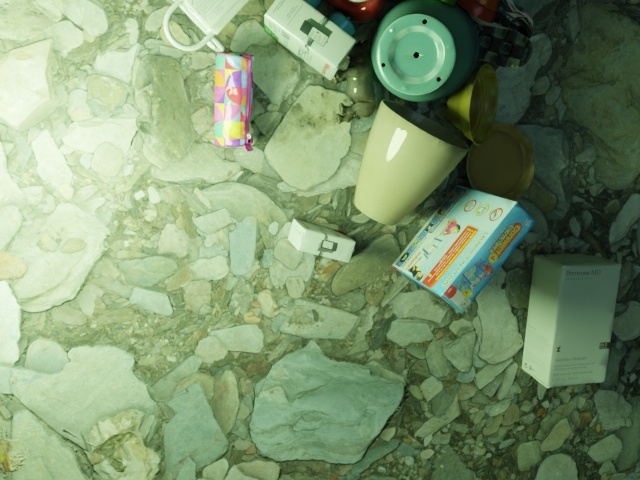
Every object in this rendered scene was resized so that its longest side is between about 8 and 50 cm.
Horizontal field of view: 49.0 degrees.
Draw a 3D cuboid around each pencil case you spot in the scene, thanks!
[{"bbox_3d":[-0.206,-0.339,1.711,0.105,0.104,0.236,-4,105,-18],"label":"pencil case"}]

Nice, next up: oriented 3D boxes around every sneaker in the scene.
[{"bbox_3d":[0.509,-0.597,1.894,0.178,0.072,0.077,16,55,-21],"label":"sneaker"},{"bbox_3d":[0.394,-0.546,1.870,0.331,0.146,0.122,24,111,1],"label":"sneaker"}]

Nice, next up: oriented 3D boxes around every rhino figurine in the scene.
[{"bbox_3d":[0.087,-0.426,1.806,0.107,0.073,0.243,-9,104,-13],"label":"rhino figurine"}]

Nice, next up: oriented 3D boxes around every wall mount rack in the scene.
[{"bbox_3d":[-0.269,-0.617,1.614,0.350,0.130,0.304,-47,116,-3],"label":"wall mount rack"}]

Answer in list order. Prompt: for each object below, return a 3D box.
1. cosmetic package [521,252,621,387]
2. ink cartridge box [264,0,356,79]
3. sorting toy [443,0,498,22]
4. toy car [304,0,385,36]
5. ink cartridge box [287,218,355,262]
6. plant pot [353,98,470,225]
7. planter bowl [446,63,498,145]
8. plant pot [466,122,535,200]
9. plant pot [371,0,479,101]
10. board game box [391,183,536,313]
[{"bbox_3d":[0.765,0.238,2.156,0.218,0.156,0.384,-3,105,-17],"label":"cosmetic package"},{"bbox_3d":[-0.027,-0.489,1.679,0.208,0.153,0.086,36,89,-6],"label":"ink cartridge box"},{"bbox_3d":[0.316,-0.634,1.658,0.366,0.127,0.126,8,130,-38],"label":"sorting toy"},{"bbox_3d":[0.070,-0.624,1.642,0.210,0.238,0.219,42,90,-3],"label":"toy car"},{"bbox_3d":[0.000,0.000,1.858,0.151,0.109,0.063,14,101,-21],"label":"ink cartridge box"},{"bbox_3d":[0.207,-0.185,1.832,0.257,0.256,0.273,20,111,-22],"label":"plant pot"},{"bbox_3d":[0.400,-0.368,1.898,0.217,0.091,0.217,-27,122,-53],"label":"planter bowl"},{"bbox_3d":[0.510,-0.218,2.012,0.237,0.032,0.236,-2,96,-22],"label":"plant pot"},{"bbox_3d":[0.242,-0.458,1.698,0.272,0.255,0.271,4,109,12],"label":"plant pot"},{"bbox_3d":[0.374,0.011,1.887,0.086,0.302,0.308,40,88,-23],"label":"board game box"}]
